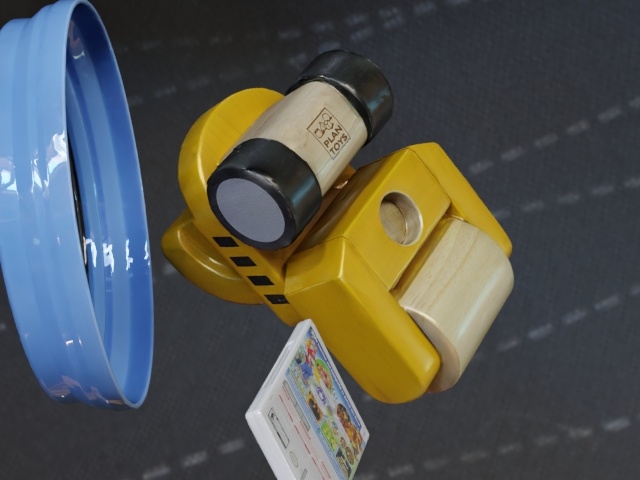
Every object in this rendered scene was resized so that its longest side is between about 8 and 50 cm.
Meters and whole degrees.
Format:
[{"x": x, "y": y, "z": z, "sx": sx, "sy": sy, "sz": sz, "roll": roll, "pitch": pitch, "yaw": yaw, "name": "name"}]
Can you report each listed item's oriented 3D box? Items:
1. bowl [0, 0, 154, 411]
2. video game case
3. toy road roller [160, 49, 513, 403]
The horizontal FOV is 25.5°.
[{"x": -0.231, "y": -0.031, "z": 1.341, "sx": 0.077, "sy": 0.391, "sz": 0.391, "roll": -7, "pitch": 144, "yaw": 2, "name": "bowl"}, {"x": -0.005, "y": 0.108, "z": 0.818, "sx": 0.011, "sy": 0.122, "sz": 0.087, "roll": -21, "pitch": 105, "yaw": 21, "name": "video game case"}, {"x": 0.000, "y": 0.000, "z": 1.362, "sx": 0.329, "sy": 0.202, "sz": 0.241, "roll": 49, "pitch": 140, "yaw": -14, "name": "toy road roller"}]
